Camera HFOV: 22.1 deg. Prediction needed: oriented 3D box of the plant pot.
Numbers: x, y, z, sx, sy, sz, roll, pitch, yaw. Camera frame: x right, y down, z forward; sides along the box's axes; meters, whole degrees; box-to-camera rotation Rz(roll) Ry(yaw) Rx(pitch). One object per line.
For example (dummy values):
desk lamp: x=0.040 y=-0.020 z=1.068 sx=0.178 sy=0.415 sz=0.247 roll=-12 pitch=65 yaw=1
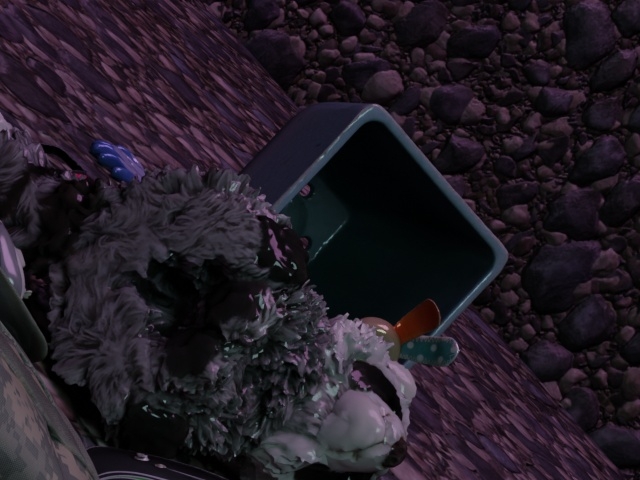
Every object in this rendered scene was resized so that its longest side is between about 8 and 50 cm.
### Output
plant pot: x=0.000 y=0.000 z=1.788 sx=0.247 sy=0.248 sz=0.252 roll=47 pitch=-7 yaw=-25

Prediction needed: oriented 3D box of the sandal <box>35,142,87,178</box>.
sandal: x=-0.269 y=-0.072 z=1.616 sx=0.179 sy=0.040 sz=0.067 roll=34 pitch=13 yaw=-42

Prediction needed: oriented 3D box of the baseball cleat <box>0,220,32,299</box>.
baseball cleat: x=-0.306 y=-0.018 z=1.228 sx=0.109 sy=0.072 sz=0.206 roll=0 pitch=40 yaw=-52

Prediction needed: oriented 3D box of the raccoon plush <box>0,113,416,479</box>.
raccoon plush: x=-0.096 y=0.048 z=1.396 sx=0.446 sy=0.216 sz=0.299 roll=50 pitch=4 yaw=36

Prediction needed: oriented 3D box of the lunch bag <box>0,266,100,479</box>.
lunch bag: x=-0.227 y=0.055 z=0.771 sx=0.287 sy=0.169 sz=0.235 roll=52 pitch=-8 yaw=43

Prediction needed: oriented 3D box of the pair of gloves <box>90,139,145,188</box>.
pair of gloves: x=-0.189 y=-0.046 z=1.878 sx=0.159 sy=0.023 sz=0.198 roll=36 pitch=13 yaw=-38

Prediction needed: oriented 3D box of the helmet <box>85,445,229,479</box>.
helmet: x=-0.082 y=0.202 z=0.883 sx=0.161 sy=0.169 sz=0.169 roll=25 pitch=14 yaw=-12

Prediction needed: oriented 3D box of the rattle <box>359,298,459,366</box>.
rattle: x=0.039 y=0.114 z=1.598 sx=0.130 sy=0.200 sz=0.143 roll=44 pitch=10 yaw=2
